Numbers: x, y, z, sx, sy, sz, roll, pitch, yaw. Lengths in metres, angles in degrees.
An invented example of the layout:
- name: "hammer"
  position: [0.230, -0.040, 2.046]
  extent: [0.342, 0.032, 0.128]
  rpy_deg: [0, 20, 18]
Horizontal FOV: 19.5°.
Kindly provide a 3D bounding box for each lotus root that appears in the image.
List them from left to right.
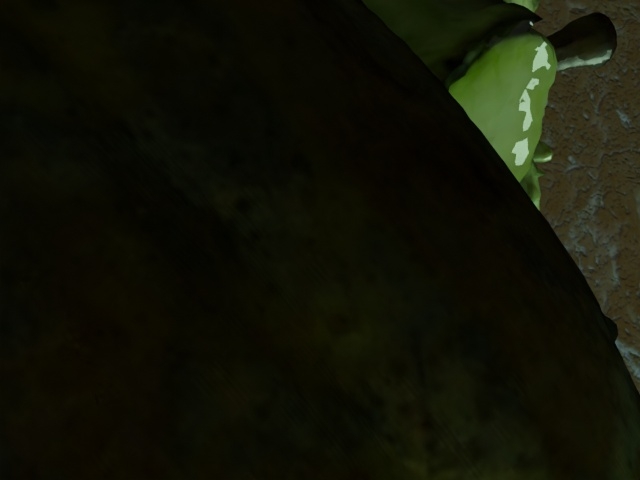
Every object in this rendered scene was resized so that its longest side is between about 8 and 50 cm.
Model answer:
- name: "lotus root"
  position: [-0.052, 0.047, 0.527]
  extent: [0.250, 0.346, 0.250]
  rpy_deg: [-41, 174, -6]

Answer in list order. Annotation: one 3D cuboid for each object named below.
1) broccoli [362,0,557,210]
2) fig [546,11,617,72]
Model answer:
- name: "broccoli"
  position: [0.023, -0.060, 0.757]
  extent: [0.248, 0.288, 0.245]
  rpy_deg: [-2, -160, -31]
- name: "fig"
  position: [0.018, -0.076, 0.998]
  extent: [0.321, 0.217, 0.217]
  rpy_deg: [-23, 177, -15]
